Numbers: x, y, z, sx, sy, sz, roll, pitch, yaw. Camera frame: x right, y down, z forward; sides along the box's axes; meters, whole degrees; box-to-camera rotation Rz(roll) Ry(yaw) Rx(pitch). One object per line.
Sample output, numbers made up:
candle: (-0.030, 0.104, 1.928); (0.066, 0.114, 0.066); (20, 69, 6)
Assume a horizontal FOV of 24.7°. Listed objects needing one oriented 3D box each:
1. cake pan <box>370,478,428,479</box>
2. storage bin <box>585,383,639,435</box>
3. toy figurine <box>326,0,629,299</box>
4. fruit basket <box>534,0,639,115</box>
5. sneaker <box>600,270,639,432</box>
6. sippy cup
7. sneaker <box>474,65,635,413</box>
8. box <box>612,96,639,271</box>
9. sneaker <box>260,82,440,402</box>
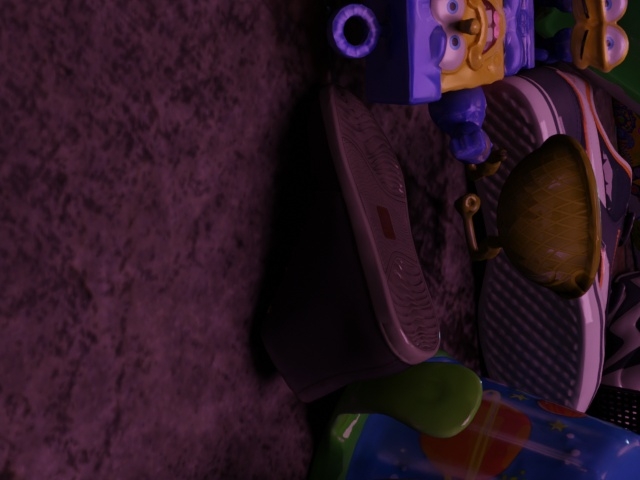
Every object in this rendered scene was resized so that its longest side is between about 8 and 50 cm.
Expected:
cake pan: (0.073, 0.285, 1.044); (0.054, 0.293, 0.293); (-65, 145, -56)
storage bin: (0.299, 0.205, 1.387); (0.122, 0.180, 0.084); (-24, 116, -48)
toy figurine: (0.084, -0.130, 1.085); (0.217, 0.191, 0.363); (-7, 101, -35)
fruit basket: (0.353, -0.245, 1.323); (0.353, 0.327, 0.165); (-47, 171, -46)
sneaker: (0.368, 0.155, 1.491); (0.094, 0.153, 0.235); (11, 87, -51)
sippy cup: (0.144, 0.215, 1.151); (0.305, 0.224, 0.240); (7, 91, -53)
sneaker: (0.213, 0.005, 1.284); (0.127, 0.126, 0.321); (-22, 112, -43)
box: (0.464, -0.114, 1.549); (0.290, 0.177, 0.279); (-38, 125, -42)
sneaker: (0.000, 0.000, 1.054); (0.083, 0.118, 0.222); (21, 51, -52)
